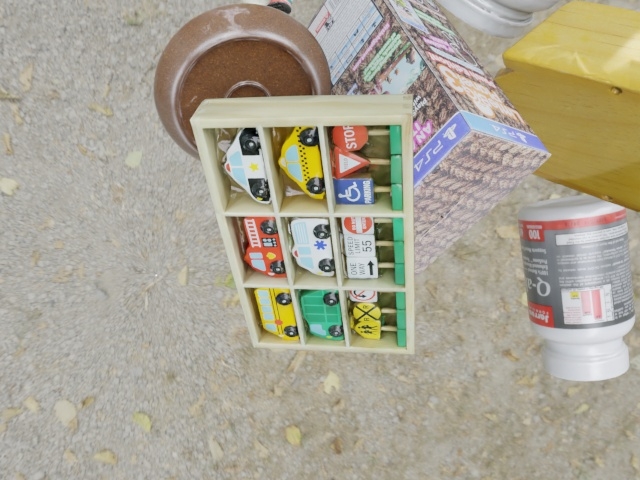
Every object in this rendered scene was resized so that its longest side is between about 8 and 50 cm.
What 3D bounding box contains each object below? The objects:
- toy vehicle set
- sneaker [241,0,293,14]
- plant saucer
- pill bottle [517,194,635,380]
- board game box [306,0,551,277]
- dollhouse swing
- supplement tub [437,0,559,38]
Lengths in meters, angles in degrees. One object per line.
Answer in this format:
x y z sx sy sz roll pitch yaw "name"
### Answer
0.000 0.000 0.533 0.166 0.035 0.266 0 130 10 "toy vehicle set"
-0.107 -0.530 1.303 0.057 0.161 0.075 22 87 -42 "sneaker"
-0.069 -0.132 0.562 0.169 0.029 0.168 -8 129 -11 "plant saucer"
0.543 0.095 1.270 0.210 0.210 0.362 -11 97 -16 "pill bottle"
0.078 -0.138 0.717 0.141 0.232 0.290 5 50 -40 "board game box"
0.497 -0.266 0.934 0.315 0.347 0.304 28 82 31 "dollhouse swing"
0.325 -0.507 0.913 0.241 0.331 0.241 16 47 -18 "supplement tub"
